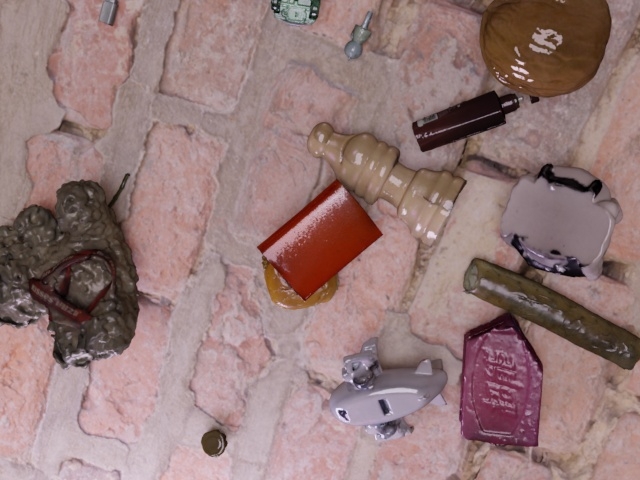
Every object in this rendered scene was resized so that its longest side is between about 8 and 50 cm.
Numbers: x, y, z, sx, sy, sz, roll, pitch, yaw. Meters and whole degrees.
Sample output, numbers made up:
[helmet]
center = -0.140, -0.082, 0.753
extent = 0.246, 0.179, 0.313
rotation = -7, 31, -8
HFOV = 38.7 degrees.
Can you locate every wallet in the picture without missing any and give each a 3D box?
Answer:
[wallet]
center = 0.000, 0.000, 1.733
extent = 0.204, 0.045, 0.142
rotation = -41, 103, 2

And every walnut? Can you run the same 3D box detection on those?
[walnut]
center = 0.390, -0.359, 1.597
extent = 0.228, 0.228, 0.227
rotation = 1, 101, 7

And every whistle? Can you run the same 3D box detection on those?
[whistle]
center = 0.074, -0.386, 1.725
extent = 0.035, 0.035, 0.100
rotation = 26, 102, 1

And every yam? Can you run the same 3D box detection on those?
[yam]
center = 0.453, 0.140, 1.765
extent = 0.372, 0.083, 0.083
rotation = 25, 103, 0

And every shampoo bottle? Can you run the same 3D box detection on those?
[shampoo bottle]
center = 0.292, -0.234, 1.711
extent = 0.236, 0.068, 0.067
rotation = -19, 142, 14

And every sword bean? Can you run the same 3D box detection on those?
[sword bean]
center = -0.410, -0.100, 1.855
extent = 0.012, 0.012, 0.083
rotation = 32, 102, 0

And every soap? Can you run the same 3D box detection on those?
[soap]
center = 0.354, 0.269, 1.794
extent = 0.162, 0.099, 0.249
rotation = 3, 102, 14

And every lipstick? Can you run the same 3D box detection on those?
[lipstick]
center = -0.404, -0.473, 1.773
extent = 0.025, 0.025, 0.107
rotation = 17, 97, 3

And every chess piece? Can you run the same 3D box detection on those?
[chess piece]
center = 0.111, -0.122, 1.742
extent = 0.307, 0.138, 0.124
rotation = 29, 62, 5

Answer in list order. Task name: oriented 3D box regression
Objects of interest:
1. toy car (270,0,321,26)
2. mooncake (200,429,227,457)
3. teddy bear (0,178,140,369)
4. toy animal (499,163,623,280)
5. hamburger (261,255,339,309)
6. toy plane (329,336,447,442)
[toy car]
center = -0.032, -0.513, 1.693
extent = 0.090, 0.076, 0.224
rotation = 11, 110, 4
[mooncake]
center = -0.209, 0.575, 1.942
extent = 0.150, 0.057, 0.346
rotation = 16, 106, 16
[teddy bear]
center = -0.542, 0.089, 1.814
extent = 0.368, 0.224, 0.357
rotation = -15, 85, 12
[toy animal]
center = 0.457, -0.034, 1.685
extent = 0.208, 0.156, 0.204
rotation = 23, 103, 34
[hamburger]
center = -0.039, 0.066, 1.807
extent = 0.147, 0.083, 0.138
rotation = -11, 95, 6
[toy plane]
center = 0.135, 0.299, 1.819
extent = 0.245, 0.117, 0.244
rotation = 2, 120, 3
